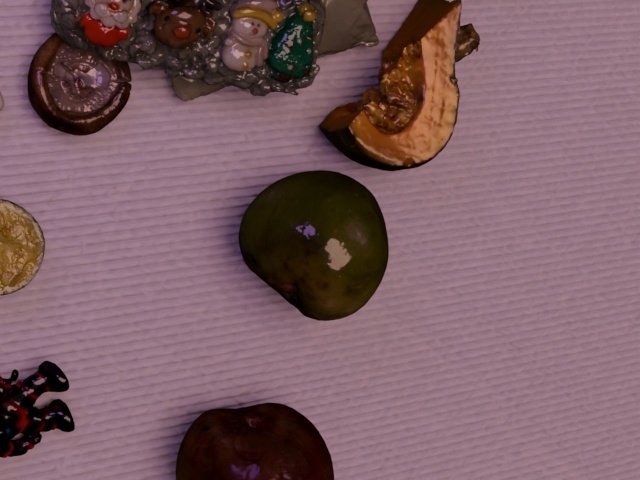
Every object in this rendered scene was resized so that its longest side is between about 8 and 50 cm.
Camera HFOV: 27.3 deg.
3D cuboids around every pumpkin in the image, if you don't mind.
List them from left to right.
[{"bbox_3d":[0.118,-0.185,1.645,0.126,0.131,0.248,41,80,-15],"label":"pumpkin"}]

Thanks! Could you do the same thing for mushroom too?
[{"bbox_3d":[-0.273,-0.179,1.485,0.123,0.052,0.123,2,85,-30],"label":"mushroom"}]

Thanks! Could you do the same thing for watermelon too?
[{"bbox_3d":[-0.358,0.009,1.447,0.106,0.062,0.105,2,85,-26],"label":"watermelon"}]

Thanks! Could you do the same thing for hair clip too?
[{"bbox_3d":[-0.134,-0.240,1.468,0.321,0.091,0.138,9,102,-23],"label":"hair clip"}]

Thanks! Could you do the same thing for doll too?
[{"bbox_3d":[-0.387,0.218,1.433,0.249,0.088,0.127,-20,102,-28],"label":"doll"}]

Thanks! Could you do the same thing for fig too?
[{"bbox_3d":[-0.072,0.318,1.591,0.191,0.191,0.290,-33,144,-22],"label":"fig"},{"bbox_3d":[0.000,0.000,1.567,0.181,0.181,0.191,50,48,-21],"label":"fig"}]

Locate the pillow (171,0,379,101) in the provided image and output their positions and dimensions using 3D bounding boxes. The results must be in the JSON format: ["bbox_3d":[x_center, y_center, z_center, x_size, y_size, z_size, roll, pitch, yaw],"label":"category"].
[{"bbox_3d":[-0.075,-0.331,1.563,0.281,0.076,0.274,-20,103,-24],"label":"pillow"}]

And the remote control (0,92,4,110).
[{"bbox_3d":[-0.424,-0.226,1.405,0.090,0.049,0.230,-28,105,-23],"label":"remote control"}]
